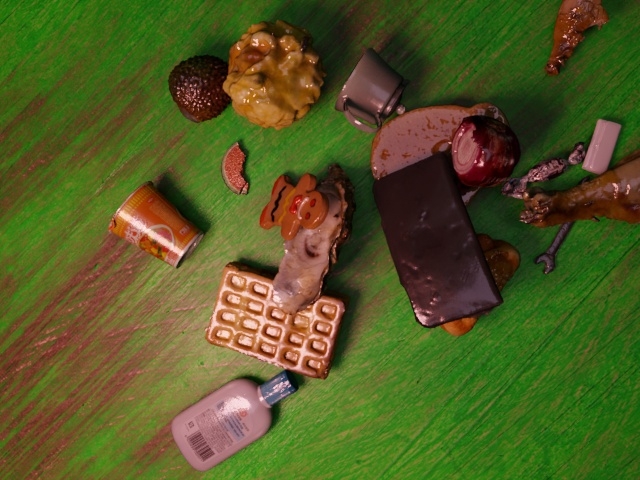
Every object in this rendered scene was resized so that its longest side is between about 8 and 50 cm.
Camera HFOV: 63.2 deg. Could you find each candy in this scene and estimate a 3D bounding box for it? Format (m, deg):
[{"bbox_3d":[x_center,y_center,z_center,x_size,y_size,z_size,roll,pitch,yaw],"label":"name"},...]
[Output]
[{"bbox_3d":[0.528,-0.162,1.227,0.226,0.094,0.051,-27,70,0],"label":"candy"}]

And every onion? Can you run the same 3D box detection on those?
[{"bbox_3d":[0.364,-0.177,1.164,0.135,0.173,0.198,5,136,-6],"label":"onion"}]

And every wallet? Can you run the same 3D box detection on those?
[{"bbox_3d":[0.667,-0.221,1.233,0.061,0.025,0.122,17,93,-6],"label":"wallet"},{"bbox_3d":[0.248,0.002,1.156,0.197,0.051,0.378,-23,73,19],"label":"wallet"}]

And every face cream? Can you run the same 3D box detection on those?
[{"bbox_3d":[-0.209,0.438,1.317,0.336,0.080,0.163,-34,87,6],"label":"face cream"}]

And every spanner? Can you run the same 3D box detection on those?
[{"bbox_3d":[0.594,-0.035,1.254,0.054,0.015,0.255,29,94,4],"label":"spanner"}]

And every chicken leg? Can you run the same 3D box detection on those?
[{"bbox_3d":[0.594,-0.487,1.217,0.101,0.085,0.208,18,102,-6],"label":"chicken leg"},{"bbox_3d":[0.656,-0.111,1.178,0.428,0.153,0.202,-13,84,6],"label":"chicken leg"}]

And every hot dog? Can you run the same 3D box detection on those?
[{"bbox_3d":[0.336,0.086,1.225,0.153,0.150,0.257,36,95,-6],"label":"hot dog"}]

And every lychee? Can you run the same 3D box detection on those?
[{"bbox_3d":[-0.287,-0.378,1.274,0.171,0.171,0.171,0,91,6],"label":"lychee"}]

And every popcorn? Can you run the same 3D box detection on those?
[{"bbox_3d":[-0.101,-0.384,1.209,0.249,0.225,0.250,-1,92,-30],"label":"popcorn"}]

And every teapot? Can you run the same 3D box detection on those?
[{"bbox_3d":[0.132,-0.335,1.220,0.149,0.162,0.239,33,52,0],"label":"teapot"}]

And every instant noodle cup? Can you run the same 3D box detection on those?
[{"bbox_3d":[-0.399,-0.028,1.296,0.185,0.168,0.168,36,95,-3],"label":"instant noodle cup"}]

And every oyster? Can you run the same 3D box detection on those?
[{"bbox_3d":[0.018,-0.011,1.193,0.110,0.204,0.397,27,76,-31],"label":"oyster"}]

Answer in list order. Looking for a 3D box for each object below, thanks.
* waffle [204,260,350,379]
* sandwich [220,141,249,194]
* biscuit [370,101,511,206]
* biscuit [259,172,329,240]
[{"bbox_3d":[-0.107,0.195,1.296,0.327,0.098,0.224,16,92,7],"label":"waffle"},{"bbox_3d":[-0.220,-0.182,1.330,0.067,0.029,0.135,-4,90,1],"label":"sandwich"},{"bbox_3d":[0.296,-0.185,1.261,0.343,0.057,0.288,-8,91,6],"label":"biscuit"},{"bbox_3d":[-0.064,-0.084,1.225,0.036,0.250,0.166,22,89,-35],"label":"biscuit"}]
